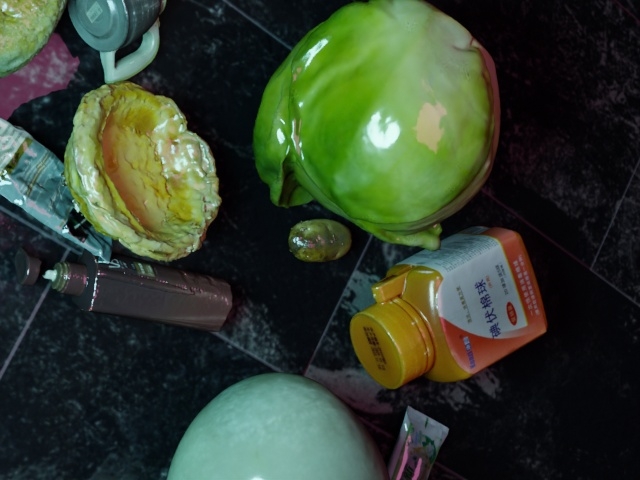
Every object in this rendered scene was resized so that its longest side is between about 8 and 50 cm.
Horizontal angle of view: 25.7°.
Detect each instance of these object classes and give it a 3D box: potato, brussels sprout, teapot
[{"bbox_3d":[0.000,0.000,1.645,0.083,0.040,0.051,-4,100,-30],"label":"potato"},{"bbox_3d":[0.067,-0.128,1.548,0.294,0.259,0.227,-55,160,18],"label":"brussels sprout"},{"bbox_3d":[-0.212,-0.244,1.491,0.092,0.124,0.091,44,45,17],"label":"teapot"}]

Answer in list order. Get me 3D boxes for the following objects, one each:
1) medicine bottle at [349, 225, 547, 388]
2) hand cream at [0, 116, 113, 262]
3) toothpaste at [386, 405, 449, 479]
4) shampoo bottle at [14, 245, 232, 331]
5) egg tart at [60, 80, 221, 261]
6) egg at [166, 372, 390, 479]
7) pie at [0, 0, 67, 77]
[{"bbox_3d":[0.153,0.088,1.701,0.222,0.112,0.149,-27,106,-28],"label":"medicine bottle"},{"bbox_3d":[-0.310,-0.070,1.443,0.248,0.052,0.075,42,49,-25],"label":"hand cream"},{"bbox_3d":[0.082,0.353,1.715,0.075,0.048,0.296,30,75,-30],"label":"toothpaste"},{"bbox_3d":[-0.211,0.049,1.506,0.236,0.068,0.067,13,95,-33],"label":"shampoo bottle"},{"bbox_3d":[-0.196,-0.067,1.469,0.213,0.090,0.212,36,41,-38],"label":"egg tart"},{"bbox_3d":[-0.043,0.318,1.511,0.259,0.258,0.352,-13,98,-30],"label":"egg"},{"bbox_3d":[-0.374,-0.289,1.386,0.277,0.078,0.276,1,87,-27],"label":"pie"}]
